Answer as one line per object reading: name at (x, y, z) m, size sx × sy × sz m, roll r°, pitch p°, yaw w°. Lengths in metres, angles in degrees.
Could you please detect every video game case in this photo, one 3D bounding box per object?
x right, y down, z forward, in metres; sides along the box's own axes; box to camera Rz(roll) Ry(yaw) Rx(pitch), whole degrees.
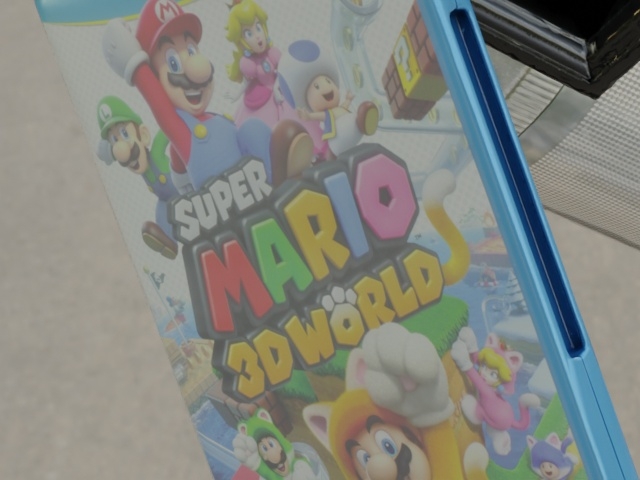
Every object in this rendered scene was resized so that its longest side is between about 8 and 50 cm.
video game case at (0.000, 0.000, 0.420) m, size 0.119 × 0.166 × 0.015 m, roll -16°, pitch 6°, yaw 43°

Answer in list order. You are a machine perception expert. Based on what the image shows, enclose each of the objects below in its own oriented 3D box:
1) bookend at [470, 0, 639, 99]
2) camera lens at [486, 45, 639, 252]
bookend at (0.053, -0.132, 0.450) m, size 0.156 × 0.157 × 0.072 m, roll 26°, pitch 54°, yaw -16°
camera lens at (0.151, -0.120, 0.946) m, size 0.274 × 0.219 × 0.219 m, roll 23°, pitch 16°, yaw -21°
